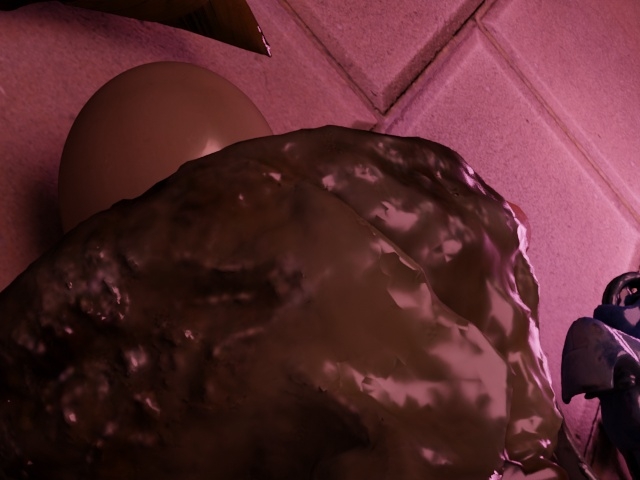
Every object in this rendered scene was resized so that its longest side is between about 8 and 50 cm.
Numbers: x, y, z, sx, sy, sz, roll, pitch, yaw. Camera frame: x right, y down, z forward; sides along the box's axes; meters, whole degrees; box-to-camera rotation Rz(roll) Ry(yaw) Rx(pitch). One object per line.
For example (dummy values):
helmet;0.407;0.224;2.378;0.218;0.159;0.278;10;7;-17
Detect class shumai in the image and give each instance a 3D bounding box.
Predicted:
shumai;0.013;0.146;0.778;0.395;0.395;0.348;3;44;-49

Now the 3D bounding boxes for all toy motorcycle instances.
toy motorcycle;0.384;0.202;1.396;0.241;0.182;0.319;-19;77;-55

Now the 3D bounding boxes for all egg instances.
egg;-0.118;-0.031;0.990;0.186;0.186;0.242;12;55;-45

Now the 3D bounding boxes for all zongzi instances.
zongzi;-0.187;-0.244;1.146;0.300;0.138;0.286;49;36;-11

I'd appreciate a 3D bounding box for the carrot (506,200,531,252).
carrot;0.133;0.023;1.316;0.302;0.114;0.114;-25;81;-54
